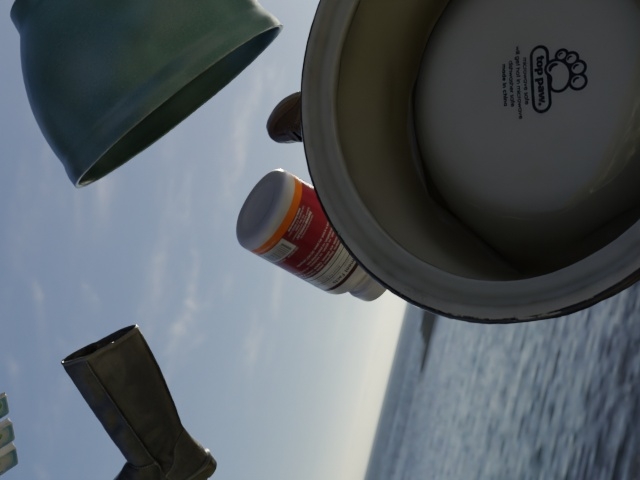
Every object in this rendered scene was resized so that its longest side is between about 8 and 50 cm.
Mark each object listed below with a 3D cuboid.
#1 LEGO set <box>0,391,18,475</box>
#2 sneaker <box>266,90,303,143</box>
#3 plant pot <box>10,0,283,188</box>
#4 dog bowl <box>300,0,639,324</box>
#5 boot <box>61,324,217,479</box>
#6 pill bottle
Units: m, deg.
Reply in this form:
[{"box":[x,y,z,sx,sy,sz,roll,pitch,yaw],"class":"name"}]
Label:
[{"box":[-0.521,0.337,1.444,0.244,0.060,0.182,-32,-30,-34],"class":"LEGO set"},{"box":[-0.005,-0.165,1.412,0.188,0.066,0.071,-24,42,36],"class":"sneaker"},{"box":[-0.216,-0.223,1.160,0.293,0.196,0.293,-39,4,3],"class":"plant pot"},{"box":[0.183,-0.131,0.883,0.150,0.408,0.408,7,-82,-51],"class":"dog bowl"},{"box":[-0.243,0.225,1.236,0.208,0.189,0.076,58,180,-22],"class":"boot"},{"box":[0.000,0.000,1.023,0.086,0.152,0.086,-40,34,34],"class":"pill bottle"}]
